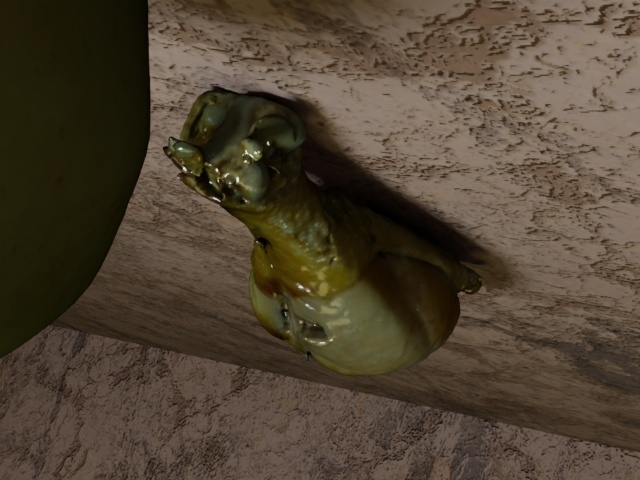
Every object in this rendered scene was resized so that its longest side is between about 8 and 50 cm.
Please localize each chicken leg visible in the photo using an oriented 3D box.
[{"bbox_3d":[0.000,0.000,0.953,0.201,0.152,0.429,-3,152,24],"label":"chicken leg"}]

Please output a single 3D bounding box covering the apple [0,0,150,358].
[{"bbox_3d":[-0.242,-0.078,0.457,0.357,0.357,0.357,16,167,4],"label":"apple"}]
